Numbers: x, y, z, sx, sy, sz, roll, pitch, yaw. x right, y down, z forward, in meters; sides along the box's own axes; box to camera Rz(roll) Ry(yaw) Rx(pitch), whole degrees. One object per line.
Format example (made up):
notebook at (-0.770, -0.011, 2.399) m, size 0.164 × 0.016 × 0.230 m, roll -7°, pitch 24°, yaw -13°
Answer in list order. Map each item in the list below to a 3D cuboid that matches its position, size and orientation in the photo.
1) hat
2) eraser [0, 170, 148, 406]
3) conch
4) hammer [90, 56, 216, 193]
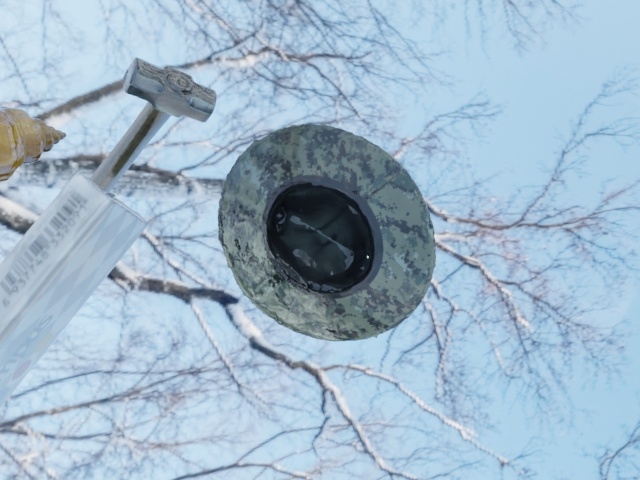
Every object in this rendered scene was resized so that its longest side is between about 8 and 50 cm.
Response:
hat at (0.000, 0.000, 0.981) m, size 0.128 × 0.265 × 0.266 m, roll 137°, pitch -60°, yaw -73°
eraser at (-0.391, 0.098, 1.069) m, size 0.082 × 0.213 × 0.397 m, roll 38°, pitch -95°, yaw 9°
conch at (-0.393, -0.107, 0.789) m, size 0.109 × 0.330 × 0.093 m, roll 34°, pitch -69°, yaw 36°
hammer at (-0.274, -0.119, 1.136) m, size 0.365 × 0.111 × 0.043 m, roll -37°, pitch -137°, yaw 46°
